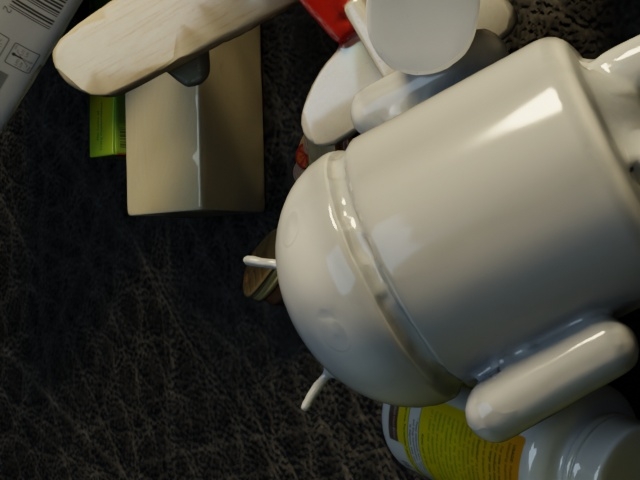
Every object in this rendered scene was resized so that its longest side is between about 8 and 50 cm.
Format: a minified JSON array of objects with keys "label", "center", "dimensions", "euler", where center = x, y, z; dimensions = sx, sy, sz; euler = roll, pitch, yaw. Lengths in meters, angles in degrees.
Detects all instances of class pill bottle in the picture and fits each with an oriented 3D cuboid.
[{"label":"pill bottle","center":[0.154,0.147,1.391],"dimensions":[0.215,0.117,0.117],"euler":[19,104,48]}]

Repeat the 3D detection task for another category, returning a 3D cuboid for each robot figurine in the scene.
[{"label":"robot figurine","center":[0.117,-0.009,1.320],"dimensions":[0.353,0.200,0.300],"euler":[-27,58,15]}]

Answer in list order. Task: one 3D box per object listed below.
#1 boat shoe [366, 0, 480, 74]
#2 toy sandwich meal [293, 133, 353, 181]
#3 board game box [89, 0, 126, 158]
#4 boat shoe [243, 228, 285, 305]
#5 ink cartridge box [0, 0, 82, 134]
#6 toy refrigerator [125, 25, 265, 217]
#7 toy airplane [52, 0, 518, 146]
[{"label":"boat shoe","center":[0.084,-0.271,1.300],"dimensions":[0.102,0.108,0.301],"euler":[-100,14,-68]},{"label":"toy sandwich meal","center":[0.000,-0.069,1.643],"dimensions":[0.085,0.029,0.086],"euler":[-2,88,49]},{"label":"board game box","center":[-0.175,-0.170,1.802],"dimensions":[0.043,0.092,0.181],"euler":[-3,87,49]},{"label":"boat shoe","center":[0.000,0.001,1.622],"dimensions":[0.178,0.060,0.064],"euler":[-45,31,42]},{"label":"ink cartridge box","center":[-0.247,-0.291,1.810],"dimensions":[0.308,0.091,0.385],"euler":[-53,12,35]},{"label":"toy refrigerator","center":[-0.116,-0.158,1.736],"dimensions":[0.102,0.094,0.270],"euler":[-5,86,42]},{"label":"toy airplane","center":[-0.006,-0.273,1.492],"dimensions":[0.272,0.386,0.384],"euler":[-84,3,-68]}]
